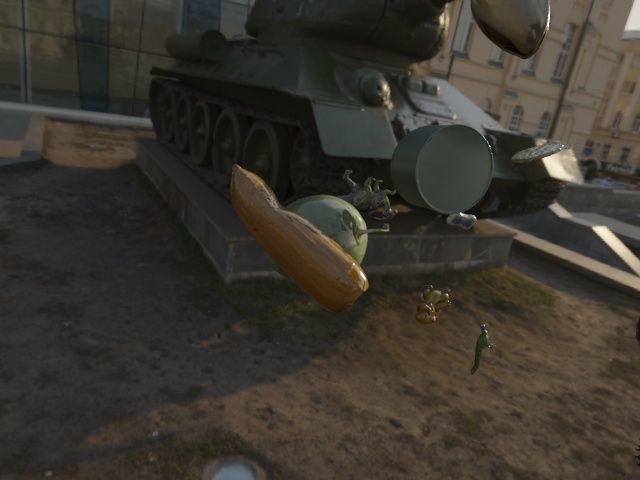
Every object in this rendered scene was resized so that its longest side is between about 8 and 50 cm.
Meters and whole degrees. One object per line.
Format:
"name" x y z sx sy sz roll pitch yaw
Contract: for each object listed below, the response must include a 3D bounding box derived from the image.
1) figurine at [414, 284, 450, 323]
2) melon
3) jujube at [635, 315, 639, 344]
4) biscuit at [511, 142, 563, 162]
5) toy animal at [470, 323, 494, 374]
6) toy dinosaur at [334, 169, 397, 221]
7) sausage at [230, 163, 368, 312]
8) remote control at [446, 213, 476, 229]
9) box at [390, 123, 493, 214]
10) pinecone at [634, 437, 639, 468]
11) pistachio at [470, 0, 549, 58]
"figurine" 0.384 0.245 1.568 0.122 0.122 0.176 14 30 33
"melon" -0.012 0.004 1.228 0.272 0.271 0.308 -5 -20 -38
"jujube" 1.121 0.297 1.263 0.377 0.276 0.277 16 17 42
"biscuit" 0.659 -0.269 1.363 0.152 0.020 0.152 -19 15 5
"toy animal" 0.656 0.441 1.801 0.075 0.216 0.041 2 14 -21
"toy dinosaur" 0.188 -0.172 1.780 0.295 0.162 0.077 16 11 -10
"sausage" -0.059 -0.005 0.880 0.354 0.116 0.134 44 7 -2
"remote control" 0.605 -0.087 1.918 0.122 0.074 0.032 13 41 -20
"box" 0.317 -0.192 1.186 0.226 0.225 0.149 4 11 -18
"pinecone" 0.943 0.606 1.229 0.140 0.120 0.140 34 12 -8
"pistachio" 0.419 -0.519 0.989 0.153 0.237 0.138 -17 1 30
